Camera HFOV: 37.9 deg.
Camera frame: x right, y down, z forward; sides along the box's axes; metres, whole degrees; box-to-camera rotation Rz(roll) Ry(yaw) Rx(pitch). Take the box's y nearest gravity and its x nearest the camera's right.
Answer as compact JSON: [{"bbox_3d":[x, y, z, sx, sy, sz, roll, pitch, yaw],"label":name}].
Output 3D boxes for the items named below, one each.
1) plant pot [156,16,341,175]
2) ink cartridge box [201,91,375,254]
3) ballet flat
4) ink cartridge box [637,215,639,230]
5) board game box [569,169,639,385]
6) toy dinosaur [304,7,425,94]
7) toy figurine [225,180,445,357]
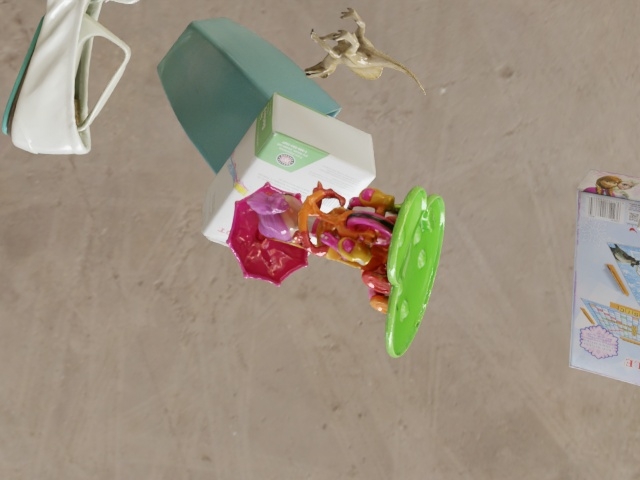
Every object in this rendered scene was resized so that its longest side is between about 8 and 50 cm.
[{"bbox_3d":[-0.125,-0.224,1.445,0.234,0.166,0.165,49,120,6],"label":"plant pot"},{"bbox_3d":[-0.047,-0.074,1.258,0.154,0.093,0.212,21,131,-23],"label":"ink cartridge box"},{"bbox_3d":[-0.296,-0.293,1.197,0.139,0.139,0.400,23,107,10],"label":"ballet flat"},{"bbox_3d":[0.398,-0.004,0.851,0.181,0.061,0.104,35,135,-4],"label":"ink cartridge box"},{"bbox_3d":[0.509,0.078,1.280,0.319,0.066,0.318,14,128,29],"label":"board game box"},{"bbox_3d":[0.048,-0.220,1.090,0.183,0.053,0.092,13,152,43],"label":"toy dinosaur"},{"bbox_3d":[0.000,0.000,0.718,0.159,0.173,0.130,15,70,17],"label":"toy figurine"}]
